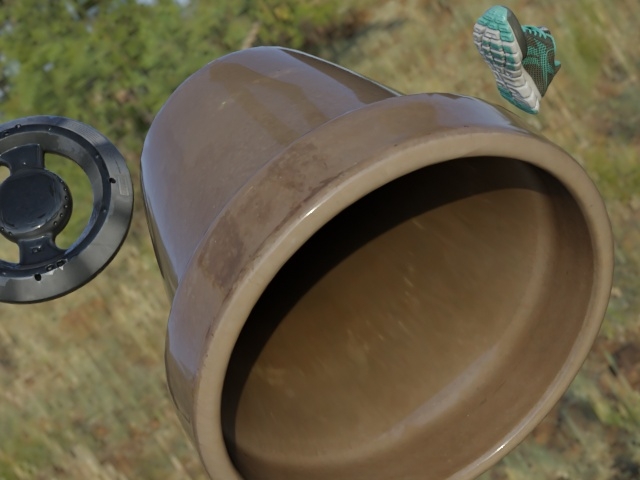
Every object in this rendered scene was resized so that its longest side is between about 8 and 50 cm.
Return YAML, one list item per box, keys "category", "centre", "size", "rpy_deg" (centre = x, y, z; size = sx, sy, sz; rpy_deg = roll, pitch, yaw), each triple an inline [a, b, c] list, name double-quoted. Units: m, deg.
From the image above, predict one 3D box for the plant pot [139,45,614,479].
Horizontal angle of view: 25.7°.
- category: "plant pot"
  centre: [0.000, 0.000, 0.822]
  size: [0.263, 0.263, 0.229]
  rpy_deg: [-35, 46, -8]

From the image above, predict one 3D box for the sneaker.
- category: "sneaker"
  centre: [0.217, -0.211, 1.520]
  size: [0.076, 0.065, 0.166]
  rpy_deg: [-52, -32, -11]

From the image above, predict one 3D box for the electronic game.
- category: "electronic game"
  centre: [-0.320, -0.037, 1.558]
  size: [0.229, 0.229, 0.048]
  rpy_deg: [-35, -23, -10]
